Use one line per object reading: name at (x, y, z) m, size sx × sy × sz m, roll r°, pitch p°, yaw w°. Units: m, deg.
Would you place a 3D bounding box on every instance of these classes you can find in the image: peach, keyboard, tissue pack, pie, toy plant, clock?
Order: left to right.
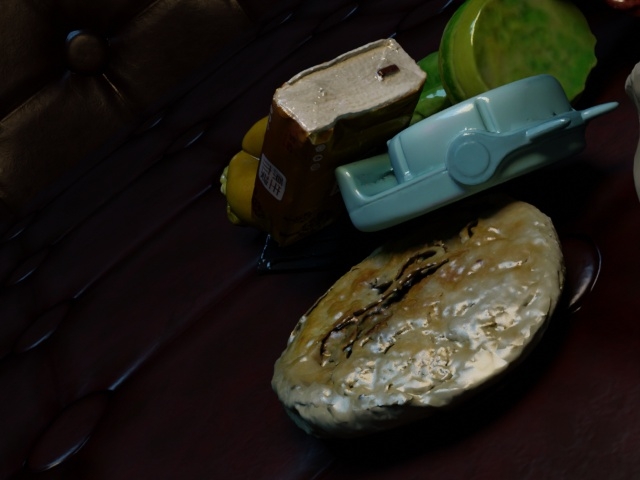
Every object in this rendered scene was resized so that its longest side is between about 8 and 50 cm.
peach at (-0.054, -0.095, 1.223) m, size 0.179 × 0.103 × 0.179 m, roll -22°, pitch 52°, yaw 30°
keyboard at (0.000, 0.000, 1.188) m, size 0.250 × 0.017 × 0.087 m, roll -8°, pitch 58°, yaw 51°
tissue pack at (0.014, -0.112, 1.038) m, size 0.183 × 0.092 × 0.226 m, roll -33°, pitch -19°, yaw -28°
pie at (0.089, 0.067, 0.870) m, size 0.339 × 0.077 × 0.339 m, roll -30°, pitch 20°, yaw 13°
toy plant at (0.208, -0.215, 1.181) m, size 0.224 × 0.185 × 0.316 m, roll -34°, pitch 6°, yaw -11°
clock at (0.170, -0.099, 0.942) m, size 0.223 × 0.094 × 0.274 m, roll -21°, pitch -3°, yaw -46°

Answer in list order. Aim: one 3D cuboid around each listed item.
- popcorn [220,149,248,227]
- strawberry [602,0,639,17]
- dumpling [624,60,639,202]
popcorn at (-0.079, -0.081, 1.360) m, size 0.145 × 0.126 × 0.125 m, roll -17°, pitch 28°, yaw -28°
strawberry at (0.364, -0.346, 1.032) m, size 0.280 × 0.253 × 0.150 m, roll -91°, pitch 16°, yaw -62°
dumpling at (0.312, -0.047, 0.588) m, size 0.243 × 0.227 × 0.175 m, roll 1°, pitch 45°, yaw 45°
